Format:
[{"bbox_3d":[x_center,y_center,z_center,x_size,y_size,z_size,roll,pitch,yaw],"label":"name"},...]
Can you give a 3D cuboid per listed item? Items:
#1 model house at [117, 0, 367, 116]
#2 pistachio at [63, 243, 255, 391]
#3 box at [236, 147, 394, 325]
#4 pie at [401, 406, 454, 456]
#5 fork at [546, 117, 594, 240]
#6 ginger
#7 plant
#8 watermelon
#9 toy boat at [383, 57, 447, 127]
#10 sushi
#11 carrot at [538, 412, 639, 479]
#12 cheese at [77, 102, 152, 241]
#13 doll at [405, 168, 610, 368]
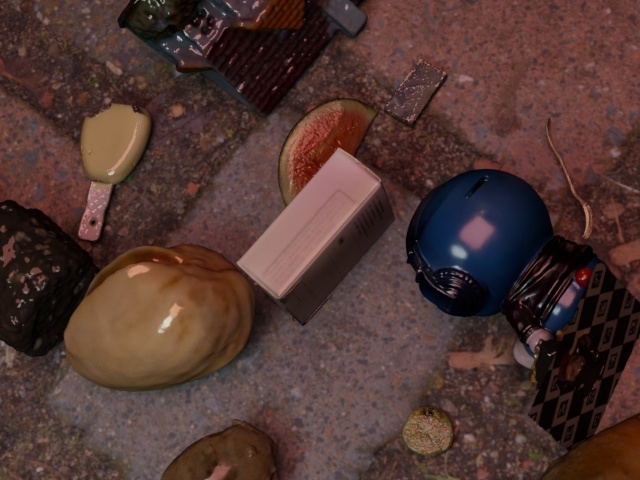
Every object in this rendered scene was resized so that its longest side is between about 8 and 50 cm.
[{"bbox_3d":[-0.113,-0.400,1.987,0.339,0.297,0.360,40,84,-14],"label":"model house"},{"bbox_3d":[-0.259,0.125,1.878,0.321,0.229,0.238,-18,106,14],"label":"pistachio"},{"bbox_3d":[0.000,0.000,1.867,0.106,0.203,0.251,41,86,19],"label":"box"},{"bbox_3d":[0.174,0.307,1.850,0.085,0.017,0.085,-3,74,9],"label":"pie"},{"bbox_3d":[0.414,-0.106,1.913,0.028,0.034,0.219,-26,68,31],"label":"fork"},{"bbox_3d":[-0.136,0.453,1.810,0.245,0.155,0.304,-28,80,-5],"label":"ginger"},{"bbox_3d":[-0.546,0.034,1.958,0.312,0.213,0.215,32,87,19],"label":"plant"},{"bbox_3d":[-0.002,-0.154,1.992,0.119,0.063,0.245,36,83,4],"label":"watermelon"},{"bbox_3d":[0.165,-0.256,2.005,0.063,0.016,0.115,34,83,17],"label":"toy boat"},{"bbox_3d":[0.383,0.176,1.722,0.050,0.290,0.264,21,81,35],"label":"sushi"},{"bbox_3d":[0.480,0.360,1.675,0.341,0.224,0.224,-35,72,-4],"label":"carrot"},{"bbox_3d":[-0.385,-0.123,2.052,0.127,0.050,0.255,11,77,13],"label":"cheese"},{"bbox_3d":[0.283,0.027,1.799,0.310,0.240,0.284,34,53,19],"label":"doll"}]
